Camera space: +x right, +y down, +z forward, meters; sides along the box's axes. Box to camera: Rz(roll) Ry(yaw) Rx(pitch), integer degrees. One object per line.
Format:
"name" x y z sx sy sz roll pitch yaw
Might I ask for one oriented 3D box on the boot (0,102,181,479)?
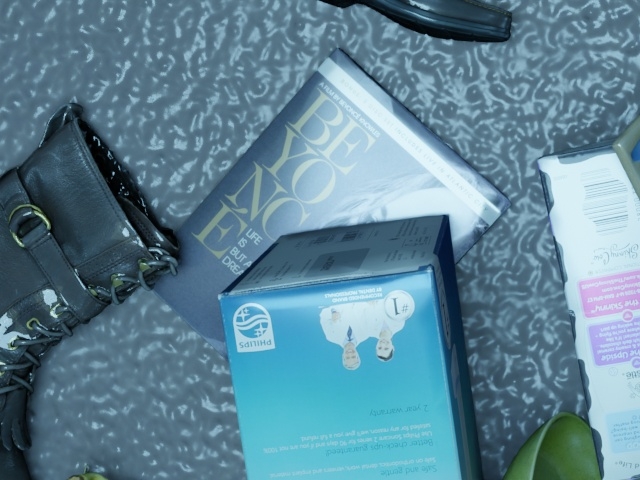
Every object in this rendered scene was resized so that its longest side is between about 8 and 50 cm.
"boot" -0.196 0.062 0.933 0.229 0.091 0.263 -30 83 10

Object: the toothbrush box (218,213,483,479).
"toothbrush box" 0.037 0.147 0.830 0.126 0.216 0.295 -8 99 9

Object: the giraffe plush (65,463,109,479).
"giraffe plush" -0.091 0.254 0.917 0.171 0.181 0.210 1 60 -1

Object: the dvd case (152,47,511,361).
"dvd case" 0.000 0.000 0.936 0.164 0.018 0.221 43 99 4

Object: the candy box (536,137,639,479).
"candy box" 0.191 0.035 0.833 0.070 0.165 0.196 -12 92 11

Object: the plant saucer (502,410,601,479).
"plant saucer" 0.154 0.229 0.824 0.037 0.241 0.241 -12 92 25

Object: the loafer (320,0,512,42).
"loafer" 0.053 -0.180 0.894 0.170 0.062 0.061 20 92 6

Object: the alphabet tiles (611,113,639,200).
"alphabet tiles" 0.276 -0.012 0.803 0.009 0.198 0.237 -9 118 51
